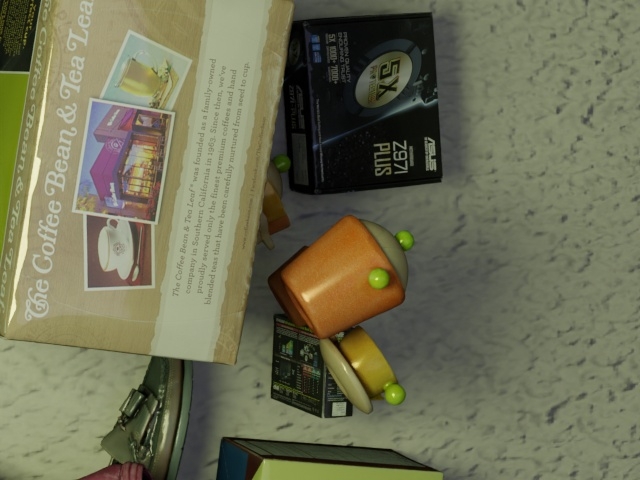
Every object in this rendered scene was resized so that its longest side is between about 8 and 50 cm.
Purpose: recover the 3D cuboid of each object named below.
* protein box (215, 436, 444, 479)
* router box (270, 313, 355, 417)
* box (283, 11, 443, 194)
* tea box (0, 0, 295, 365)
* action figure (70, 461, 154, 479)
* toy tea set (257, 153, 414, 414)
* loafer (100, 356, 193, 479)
[{"bbox_3d":[-0.001,0.318,1.884,0.201,0.136,0.200,7,92,-22],"label":"protein box"},{"bbox_3d":[-0.008,0.128,1.870,0.038,0.122,0.092,-1,97,-28],"label":"router box"},{"bbox_3d":[0.042,-0.144,1.888,0.147,0.077,0.180,-6,97,-22],"label":"box"},{"bbox_3d":[-0.201,-0.076,1.665,0.220,0.323,0.329,9,93,-22],"label":"tea box"},{"bbox_3d":[-0.265,0.276,1.728,0.370,0.248,0.276,-14,75,1],"label":"action figure"},{"bbox_3d":[0.000,0.000,1.752,0.124,0.336,0.200,-32,142,-7],"label":"toy tea set"},{"bbox_3d":[-0.191,0.234,1.826,0.084,0.096,0.268,10,93,-16],"label":"loafer"}]
